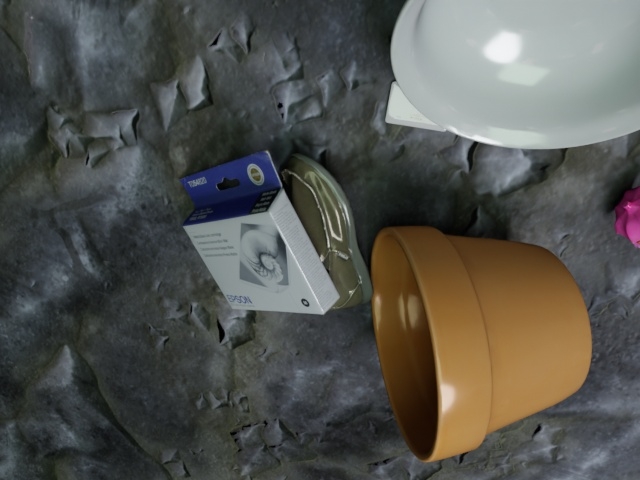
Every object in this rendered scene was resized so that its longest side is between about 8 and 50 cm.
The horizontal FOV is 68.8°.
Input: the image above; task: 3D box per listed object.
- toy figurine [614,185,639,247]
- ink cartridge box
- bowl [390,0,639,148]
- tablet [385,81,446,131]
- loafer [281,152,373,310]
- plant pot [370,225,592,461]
[{"bbox_3d":[0.466,-0.024,0.596,0.159,0.130,0.173,-1,140,24],"label":"toy figurine"},{"bbox_3d":[-0.105,0.002,0.662,0.223,0.045,0.224,-6,116,46],"label":"ink cartridge box"},{"bbox_3d":[0.229,-0.227,0.474,0.297,0.298,0.134,14,73,3],"label":"bowl"},{"bbox_3d":[0.131,-0.177,0.618,0.083,0.006,0.054,10,116,4],"label":"tablet"},{"bbox_3d":[0.000,0.000,0.659,0.087,0.094,0.251,-30,112,-18],"label":"loafer"},{"bbox_3d":[0.196,0.115,0.608,0.203,0.291,0.291,-7,114,-5],"label":"plant pot"}]
